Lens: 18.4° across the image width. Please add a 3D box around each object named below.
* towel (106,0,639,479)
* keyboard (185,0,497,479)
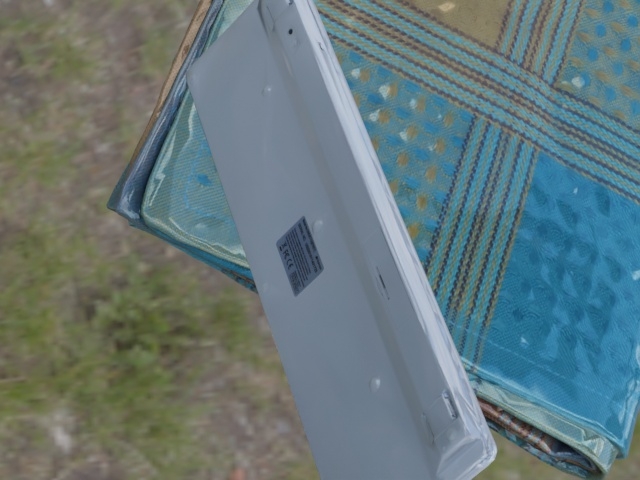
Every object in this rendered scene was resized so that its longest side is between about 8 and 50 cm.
[{"bbox_3d":[0.079,-0.099,0.951,0.271,0.040,0.370,29,61,-16],"label":"towel"},{"bbox_3d":[0.000,0.000,0.743,0.014,0.072,0.256,17,38,-36],"label":"keyboard"}]
